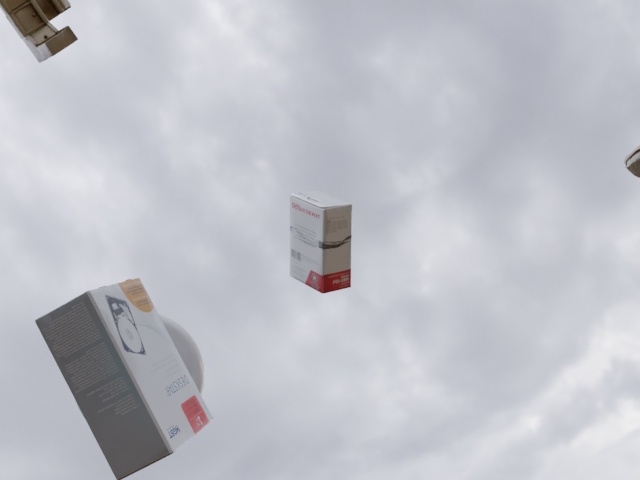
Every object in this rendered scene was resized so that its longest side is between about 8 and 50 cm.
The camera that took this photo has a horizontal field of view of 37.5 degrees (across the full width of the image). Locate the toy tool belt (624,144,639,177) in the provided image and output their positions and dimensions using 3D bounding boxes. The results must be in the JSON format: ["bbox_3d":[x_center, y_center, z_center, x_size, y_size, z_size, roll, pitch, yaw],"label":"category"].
[{"bbox_3d":[0.554,-0.145,1.598,0.083,0.051,0.052,-40,-80,17],"label":"toy tool belt"}]

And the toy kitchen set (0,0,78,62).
[{"bbox_3d":[-0.294,-0.249,1.020,0.068,0.075,0.083,-40,-69,-20],"label":"toy kitchen set"}]

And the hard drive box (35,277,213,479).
[{"bbox_3d":[-0.257,0.177,1.265,0.089,0.232,0.181,-28,-1,10],"label":"hard drive box"}]

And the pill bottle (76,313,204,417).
[{"bbox_3d":[-0.301,0.252,1.601,0.204,0.204,0.361,-8,-15,-10],"label":"pill bottle"}]

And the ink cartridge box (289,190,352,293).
[{"bbox_3d":[0.000,0.000,1.440,0.056,0.099,0.135,-11,-68,-32],"label":"ink cartridge box"}]
